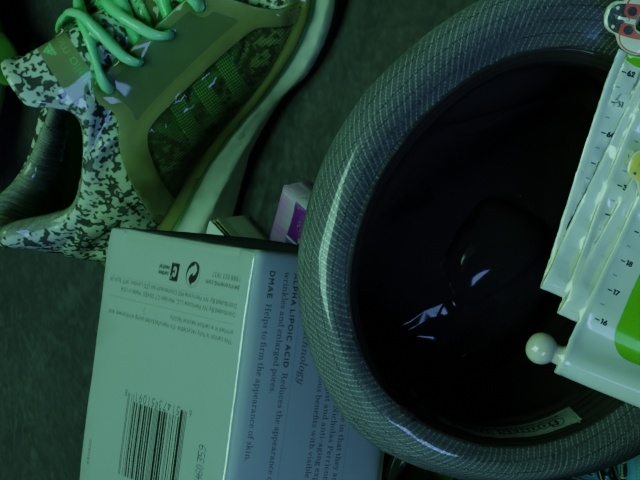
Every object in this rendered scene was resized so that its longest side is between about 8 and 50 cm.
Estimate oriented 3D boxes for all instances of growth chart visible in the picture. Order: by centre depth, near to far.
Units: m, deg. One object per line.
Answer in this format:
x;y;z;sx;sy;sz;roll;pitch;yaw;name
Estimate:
0.199;-0.018;0.918;0.021;0.172;0.237;-45;-32;-82;growth chart

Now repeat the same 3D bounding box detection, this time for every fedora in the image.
0.112;-0.005;0.996;0.275;0.243;0.124;-57;9;3;fedora

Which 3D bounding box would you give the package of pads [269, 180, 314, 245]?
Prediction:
0.000;0.000;1.251;0.083;0.032;0.050;42;129;43;package of pads

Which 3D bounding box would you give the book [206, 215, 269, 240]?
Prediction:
-0.039;0.063;1.313;0.144;0.035;0.096;45;129;37;book

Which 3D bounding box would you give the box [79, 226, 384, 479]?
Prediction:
-0.053;0.090;1.185;0.181;0.119;0.182;8;91;54;box

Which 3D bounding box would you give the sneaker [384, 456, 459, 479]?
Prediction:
0.064;0.188;1.113;0.075;0.063;0.170;96;177;-58;sneaker

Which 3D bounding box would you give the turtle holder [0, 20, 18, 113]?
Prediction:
-0.401;-0.182;1.590;0.227;0.243;0.320;-140;46;-63;turtle holder

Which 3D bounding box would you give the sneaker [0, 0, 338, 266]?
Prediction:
-0.121;-0.128;1.275;0.158;0.182;0.410;49;129;39;sneaker

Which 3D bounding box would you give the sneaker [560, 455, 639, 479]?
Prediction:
0.145;0.122;1.041;0.162;0.073;0.063;19;108;50;sneaker
